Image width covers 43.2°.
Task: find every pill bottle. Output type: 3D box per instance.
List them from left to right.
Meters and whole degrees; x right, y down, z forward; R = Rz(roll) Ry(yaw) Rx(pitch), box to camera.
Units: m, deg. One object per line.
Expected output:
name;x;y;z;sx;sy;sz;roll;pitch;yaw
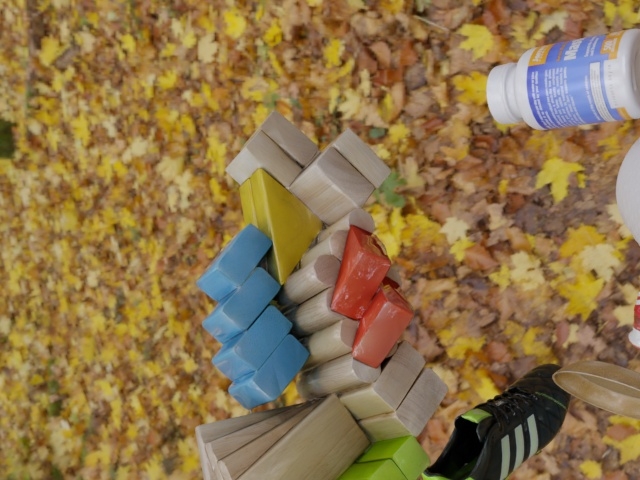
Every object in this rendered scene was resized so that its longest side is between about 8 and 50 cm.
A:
pill bottle;0.442;-0.279;1.441;0.272;0.152;0.152;-1;99;41

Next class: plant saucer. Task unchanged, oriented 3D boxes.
plant saucer;0.196;0.097;0.531;0.083;0.083;0.015;13;70;34

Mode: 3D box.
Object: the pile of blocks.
pile of blocks;0.005;0.080;0.492;0.112;0.148;0.362;-35;68;57

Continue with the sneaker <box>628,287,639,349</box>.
sneaker;0.485;0.092;0.983;0.221;0.087;0.128;11;109;43

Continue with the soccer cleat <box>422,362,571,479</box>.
soccer cleat;0.157;0.162;0.699;0.060;0.179;0.072;14;140;52

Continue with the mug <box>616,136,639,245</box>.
mug;0.704;-0.054;1.293;0.374;0.328;0.276;-19;111;12
